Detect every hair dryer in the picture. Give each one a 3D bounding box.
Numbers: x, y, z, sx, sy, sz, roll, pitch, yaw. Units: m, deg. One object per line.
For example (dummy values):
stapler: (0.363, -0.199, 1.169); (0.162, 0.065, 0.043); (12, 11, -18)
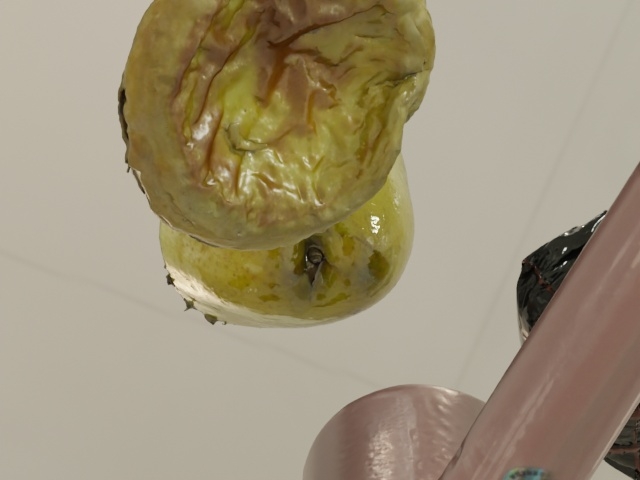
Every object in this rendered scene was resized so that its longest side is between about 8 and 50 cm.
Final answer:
hair dryer: (0.099, 0.077, 0.800); (0.125, 0.352, 0.210); (25, 25, -10)

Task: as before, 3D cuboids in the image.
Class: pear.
pear: (-0.002, 0.002, 1.675); (0.267, 0.267, 0.178); (18, 14, -36)

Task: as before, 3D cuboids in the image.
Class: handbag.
handbag: (0.263, 0.095, 1.542); (0.169, 0.155, 0.215); (52, -13, 31)

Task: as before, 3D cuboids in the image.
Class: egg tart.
egg tart: (-0.035, -0.108, 1.179); (0.241, 0.241, 0.106); (18, 11, -38)
